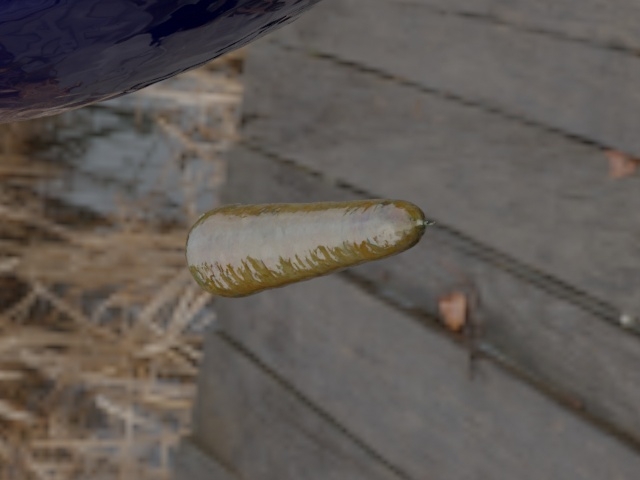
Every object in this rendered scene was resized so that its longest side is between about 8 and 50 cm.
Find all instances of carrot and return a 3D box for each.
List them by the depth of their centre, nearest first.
[{"bbox_3d":[0.000,0.000,1.400,0.298,0.078,0.078,-7,81,54],"label":"carrot"}]

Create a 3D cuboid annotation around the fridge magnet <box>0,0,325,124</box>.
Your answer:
[{"bbox_3d":[-0.063,-0.102,0.565,0.265,0.265,0.112,-2,110,67],"label":"fridge magnet"}]
